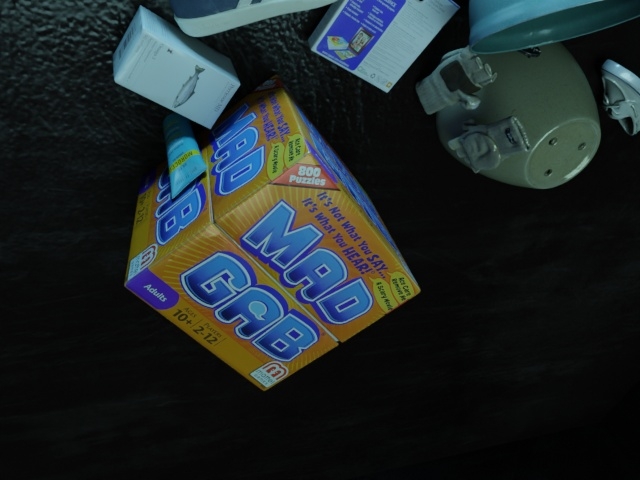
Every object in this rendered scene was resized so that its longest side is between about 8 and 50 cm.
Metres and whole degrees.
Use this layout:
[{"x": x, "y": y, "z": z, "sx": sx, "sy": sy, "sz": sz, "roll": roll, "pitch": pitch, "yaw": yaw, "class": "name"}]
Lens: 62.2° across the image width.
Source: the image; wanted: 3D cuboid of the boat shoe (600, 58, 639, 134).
[{"x": 0.726, "y": -0.335, "z": 1.276, "sx": 0.267, "sy": 0.096, "sz": 0.088, "roll": 20, "pitch": 117, "yaw": -45, "class": "boat shoe"}]

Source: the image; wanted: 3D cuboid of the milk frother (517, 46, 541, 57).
[{"x": 0.411, "y": -0.439, "z": 1.009, "sx": 0.129, "sy": 0.143, "sz": 0.135, "roll": -10, "pitch": 137, "yaw": -3, "class": "milk frother"}]

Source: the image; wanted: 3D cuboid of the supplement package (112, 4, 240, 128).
[{"x": -0.245, "y": -0.291, "z": 0.907, "sx": 0.179, "sy": 0.105, "sz": 0.105, "roll": 22, "pitch": 120, "yaw": -36, "class": "supplement package"}]

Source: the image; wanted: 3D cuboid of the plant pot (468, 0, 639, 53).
[{"x": 0.369, "y": -0.432, "z": 0.831, "sx": 0.293, "sy": 0.293, "sz": 0.196, "roll": -12, "pitch": 98, "yaw": -11, "class": "plant pot"}]

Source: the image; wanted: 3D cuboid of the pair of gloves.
[{"x": 0.297, "y": -0.253, "z": 1.045, "sx": 0.042, "sy": 0.240, "sz": 0.204, "roll": -31, "pitch": 180, "yaw": -21, "class": "pair of gloves"}]

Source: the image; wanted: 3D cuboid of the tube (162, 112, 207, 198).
[{"x": -0.248, "y": -0.159, "z": 0.958, "sx": 0.080, "sy": 0.207, "sz": 0.052, "roll": -41, "pitch": 133, "yaw": 15, "class": "tube"}]

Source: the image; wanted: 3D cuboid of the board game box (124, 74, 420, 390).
[{"x": -0.096, "y": -0.017, "z": 1.009, "sx": 0.356, "sy": 0.356, "sz": 0.356, "roll": -34, "pitch": 125, "yaw": 11, "class": "board game box"}]

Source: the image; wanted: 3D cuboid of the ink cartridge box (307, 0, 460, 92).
[{"x": 0.115, "y": -0.398, "z": 0.976, "sx": 0.206, "sy": 0.045, "sz": 0.208, "roll": 16, "pitch": 131, "yaw": -37, "class": "ink cartridge box"}]

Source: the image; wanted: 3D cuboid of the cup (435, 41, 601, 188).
[{"x": 0.451, "y": -0.247, "z": 1.140, "sx": 0.331, "sy": 0.237, "sz": 0.331, "roll": -11, "pitch": 134, "yaw": -12, "class": "cup"}]

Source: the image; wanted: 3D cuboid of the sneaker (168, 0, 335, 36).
[{"x": -0.077, "y": -0.435, "z": 0.809, "sx": 0.350, "sy": 0.131, "sz": 0.148, "roll": -18, "pitch": 137, "yaw": 2, "class": "sneaker"}]
